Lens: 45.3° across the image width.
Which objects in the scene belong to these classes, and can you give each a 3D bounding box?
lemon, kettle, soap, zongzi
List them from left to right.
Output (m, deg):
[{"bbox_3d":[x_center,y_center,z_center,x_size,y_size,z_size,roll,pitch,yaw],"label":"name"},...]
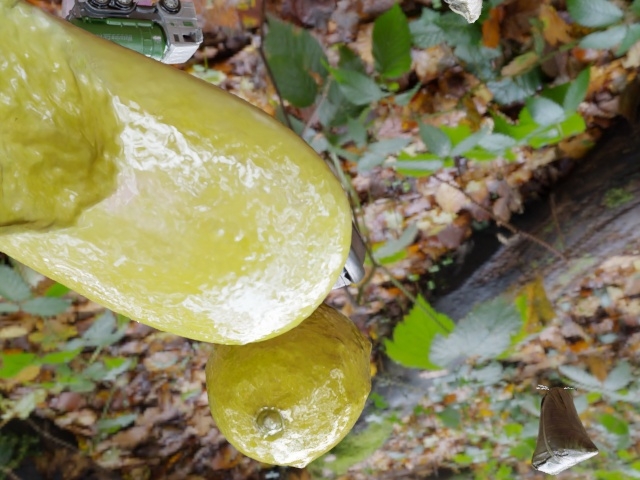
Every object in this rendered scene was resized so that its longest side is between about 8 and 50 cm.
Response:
[{"bbox_3d":[-0.178,-0.038,0.785,0.428,0.115,0.306,25,121,-9],"label":"soap"},{"bbox_3d":[-0.044,0.191,1.085,0.234,0.233,0.288,-15,-173,14],"label":"lemon"},{"bbox_3d":[0.000,0.000,1.363,0.144,0.202,0.232,-37,152,-2],"label":"kettle"},{"bbox_3d":[0.495,0.353,1.511,0.084,0.187,0.184,21,147,-8],"label":"zongzi"}]

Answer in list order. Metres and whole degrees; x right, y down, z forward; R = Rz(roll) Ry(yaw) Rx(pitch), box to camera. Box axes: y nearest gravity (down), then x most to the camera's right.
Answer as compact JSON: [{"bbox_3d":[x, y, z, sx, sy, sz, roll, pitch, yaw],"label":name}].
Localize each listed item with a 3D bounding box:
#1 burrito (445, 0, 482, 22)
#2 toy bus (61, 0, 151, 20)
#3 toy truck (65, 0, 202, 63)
[{"bbox_3d":[0.225,-0.543,1.407,0.107,0.175,0.348,-36,151,11],"label":"burrito"},{"bbox_3d":[-0.480,-0.525,1.771,0.128,0.147,0.302,5,-160,6],"label":"toy bus"},{"bbox_3d":[-0.338,-0.372,1.375,0.243,0.124,0.101,-9,170,-34],"label":"toy truck"}]
